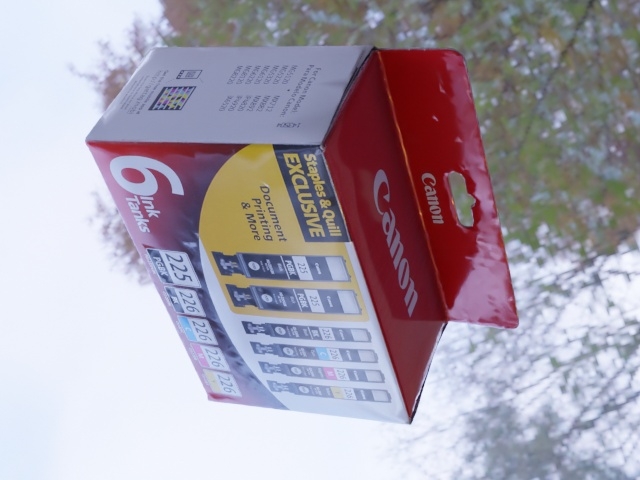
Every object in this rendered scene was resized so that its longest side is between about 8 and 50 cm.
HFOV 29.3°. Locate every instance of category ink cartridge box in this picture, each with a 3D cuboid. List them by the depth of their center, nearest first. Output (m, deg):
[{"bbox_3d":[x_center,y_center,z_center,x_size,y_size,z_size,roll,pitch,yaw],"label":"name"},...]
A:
[{"bbox_3d":[0.000,0.000,1.003,0.130,0.271,0.309,-64,-34,-41],"label":"ink cartridge box"}]
